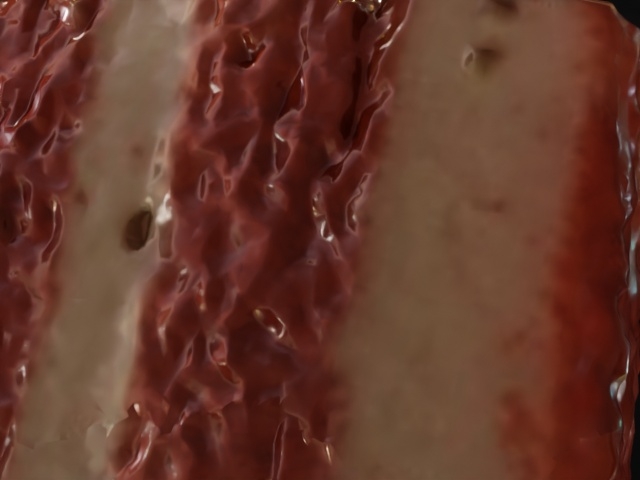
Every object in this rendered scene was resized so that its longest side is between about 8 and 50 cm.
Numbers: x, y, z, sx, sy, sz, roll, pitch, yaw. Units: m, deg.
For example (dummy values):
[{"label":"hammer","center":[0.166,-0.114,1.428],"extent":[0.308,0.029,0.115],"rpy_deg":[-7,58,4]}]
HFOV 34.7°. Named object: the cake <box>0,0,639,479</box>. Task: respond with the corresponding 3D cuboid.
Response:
[{"label":"cake","center":[-0.001,0.042,0.514],"extent":[0.319,0.270,0.269],"rpy_deg":[4,-103,21]}]
